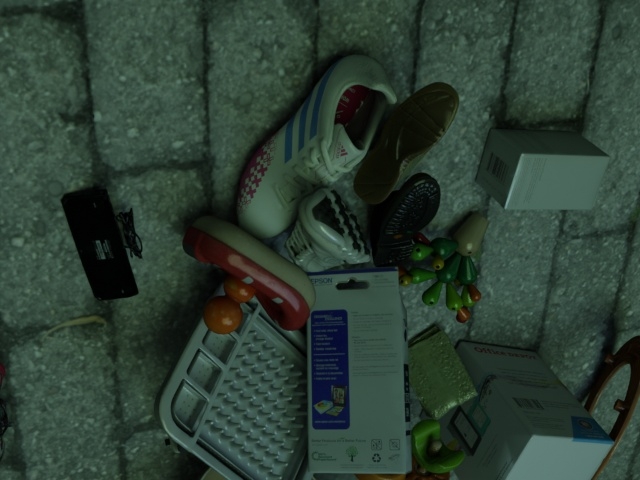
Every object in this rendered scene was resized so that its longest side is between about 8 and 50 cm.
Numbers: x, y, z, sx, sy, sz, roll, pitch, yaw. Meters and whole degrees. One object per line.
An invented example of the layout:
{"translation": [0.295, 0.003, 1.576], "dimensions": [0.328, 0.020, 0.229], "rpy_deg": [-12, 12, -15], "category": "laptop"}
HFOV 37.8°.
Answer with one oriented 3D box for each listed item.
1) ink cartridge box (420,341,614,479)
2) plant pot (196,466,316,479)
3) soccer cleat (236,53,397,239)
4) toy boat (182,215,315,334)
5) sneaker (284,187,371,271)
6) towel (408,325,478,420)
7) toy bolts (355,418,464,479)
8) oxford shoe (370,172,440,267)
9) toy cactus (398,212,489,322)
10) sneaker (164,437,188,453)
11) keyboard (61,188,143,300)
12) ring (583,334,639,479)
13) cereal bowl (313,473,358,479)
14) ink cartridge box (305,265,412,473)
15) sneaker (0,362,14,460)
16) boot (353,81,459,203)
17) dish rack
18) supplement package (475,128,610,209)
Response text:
{"translation": [0.355, 0.351, 1.740], "dimensions": [0.198, 0.270, 0.197], "rpy_deg": [11, 116, -28], "category": "ink cartridge box"}
{"translation": [-0.143, 0.530, 1.666], "dimensions": [0.284, 0.284, 0.191], "rpy_deg": [11, 150, -29], "category": "plant pot"}
{"translation": [-0.012, -0.123, 1.369], "dimensions": [0.116, 0.143, 0.331], "rpy_deg": [25, 108, -33], "category": "soccer cleat"}
{"translation": [-0.122, 0.075, 1.416], "dimensions": [0.231, 0.151, 0.151], "rpy_deg": [35, 83, -28], "category": "toy boat"}
{"translation": [0.000, 0.000, 1.406], "dimensions": [0.118, 0.110, 0.292], "rpy_deg": [-21, 167, 5], "category": "sneaker"}
{"translation": [0.210, 0.241, 1.704], "dimensions": [0.110, 0.148, 0.027], "rpy_deg": [-32, 165, 4], "category": "towel"}
{"translation": [0.104, 0.377, 1.673], "dimensions": [0.218, 0.228, 0.158], "rpy_deg": [-13, 140, -35], "category": "toy bolts"}
{"translation": [0.120, -0.049, 1.467], "dimensions": [0.083, 0.096, 0.227], "rpy_deg": [-1, 151, -19], "category": "oxford shoe"}
{"translation": [0.226, 0.035, 1.614], "dimensions": [0.219, 0.112, 0.180], "rpy_deg": [39, 81, -33], "category": "toy cactus"}
{"translation": [-0.184, 0.319, 1.597], "dimensions": [0.153, 0.094, 0.235], "rpy_deg": [-38, 127, 4], "category": "sneaker"}
{"translation": [-0.312, 0.003, 1.394], "dimensions": [0.100, 0.038, 0.192], "rpy_deg": [-4, 125, 6], "category": "keyboard"}
{"translation": [0.543, 0.333, 1.816], "dimensions": [0.032, 0.336, 0.336], "rpy_deg": [26, 111, 6], "category": "ring"}
{"translation": [0.057, 0.598, 1.845], "dimensions": [0.339, 0.141, 0.339], "rpy_deg": [-11, 124, -17], "category": "cereal bowl"}
{"translation": [0.062, 0.213, 1.537], "dimensions": [0.165, 0.332, 0.065], "rpy_deg": [-3, 171, 17], "category": "ink cartridge box"}
{"translation": [-0.527, 0.309, 1.434], "dimensions": [0.112, 0.121, 0.299], "rpy_deg": [-30, 143, -43], "category": "sneaker"}
{"translation": [0.140, -0.162, 1.393], "dimensions": [0.077, 0.165, 0.213], "rpy_deg": [38, 119, 2], "category": "boot"}
{"translation": [-0.117, 0.255, 1.514], "dimensions": [0.333, 0.072, 0.285], "rpy_deg": [45, 52, -29], "category": "dish rack"}
{"translation": [0.371, -0.118, 1.562], "dimensions": [0.179, 0.105, 0.105], "rpy_deg": [-1, 119, -22], "category": "supplement package"}
